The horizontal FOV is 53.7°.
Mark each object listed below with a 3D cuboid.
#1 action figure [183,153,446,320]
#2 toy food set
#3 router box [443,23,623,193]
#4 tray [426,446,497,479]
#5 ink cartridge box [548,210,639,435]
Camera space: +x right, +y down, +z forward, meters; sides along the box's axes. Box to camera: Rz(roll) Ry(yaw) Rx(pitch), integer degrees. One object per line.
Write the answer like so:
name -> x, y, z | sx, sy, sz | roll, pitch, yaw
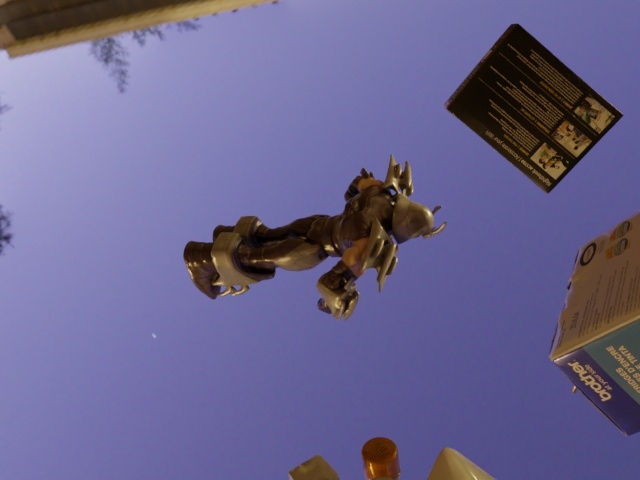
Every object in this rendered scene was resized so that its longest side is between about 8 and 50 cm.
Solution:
action figure -> 0.000, 0.000, 0.678 | 0.284, 0.099, 0.185 | -9, -148, 29
toy food set -> -0.001, 0.304, 0.631 | 0.232, 0.105, 0.111 | -23, -151, -27
router box -> 0.269, -0.167, 0.811 | 0.133, 0.179, 0.046 | -50, -174, 17
tray -> 0.086, 0.273, 0.373 | 0.145, 0.030, 0.270 | 35, -124, 2
ink cartridge box -> 0.446, 0.058, 0.764 | 0.395, 0.151, 0.270 | -41, -175, 42
